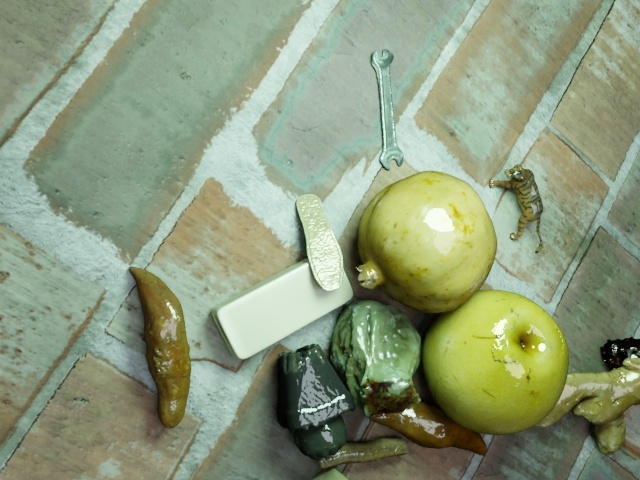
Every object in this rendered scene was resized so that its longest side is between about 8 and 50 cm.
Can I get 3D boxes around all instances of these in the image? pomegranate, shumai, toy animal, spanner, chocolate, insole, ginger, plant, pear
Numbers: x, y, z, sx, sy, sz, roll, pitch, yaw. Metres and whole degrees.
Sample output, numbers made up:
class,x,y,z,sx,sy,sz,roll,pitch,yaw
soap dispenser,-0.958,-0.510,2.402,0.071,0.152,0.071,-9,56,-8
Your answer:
class,x,y,z,sx,sy,sz,roll,pitch,yaw
pomegranate,0.222,0.014,1.385,0.343,0.342,0.342,0,90,-22
shumai,0.152,0.264,1.403,0.225,0.222,0.260,-3,87,-20
toy animal,0.557,-0.089,1.620,0.114,0.116,0.255,-29,101,-18
spanner,0.165,-0.327,1.517,0.071,0.017,0.301,-8,94,-22
chocolate,0.874,0.340,1.751,0.133,0.156,0.156,16,83,-1
insole,0.000,0.000,1.393,0.081,0.011,0.247,-10,67,-16
ginger,0.777,0.415,1.661,0.363,0.122,0.348,28,109,-12
plant,-0.017,0.367,1.374,0.165,0.142,0.255,-17,92,-22
pear,0.412,0.286,1.446,0.349,0.348,0.348,0,90,-22

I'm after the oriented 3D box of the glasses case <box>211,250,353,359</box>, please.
class,x,y,z,sx,sy,sz,roll,pitch,yaw
glasses case,-0.083,0.143,1.384,0.313,0.070,0.131,-28,99,-20

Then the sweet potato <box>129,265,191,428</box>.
class,x,y,z,sx,sy,sz,roll,pitch,yaw
sweet potato,-0.322,0.219,1.273,0.106,0.095,0.354,-12,91,19

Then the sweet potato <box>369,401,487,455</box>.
class,x,y,z,sx,sy,sz,roll,pitch,yaw
sweet potato,0.283,0.465,1.513,0.359,0.112,0.112,17,84,-18

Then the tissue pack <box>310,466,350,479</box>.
class,x,y,z,sx,sy,sz,roll,pitch,yaw
tissue pack,0.071,0.691,1.375,0.167,0.200,0.274,-37,103,-19

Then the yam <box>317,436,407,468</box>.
class,x,y,z,sx,sy,sz,roll,pitch,yaw
yam,0.099,0.512,1.468,0.241,0.057,0.056,0,90,-24
